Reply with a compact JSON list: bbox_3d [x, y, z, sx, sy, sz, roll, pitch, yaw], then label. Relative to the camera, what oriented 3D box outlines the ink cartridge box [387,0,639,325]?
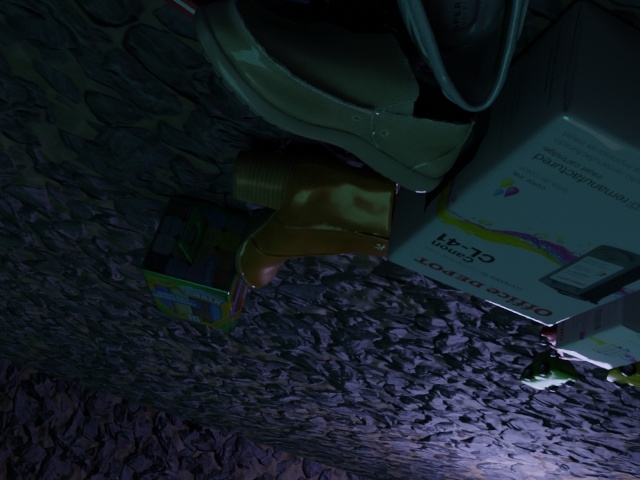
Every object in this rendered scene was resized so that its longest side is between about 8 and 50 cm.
[{"bbox_3d":[0.234,-0.045,0.672,0.226,0.131,0.306,22,151,-11],"label":"ink cartridge box"}]

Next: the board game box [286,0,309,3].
[{"bbox_3d":[-0.172,-0.299,0.468,0.347,0.078,0.233,11,149,10],"label":"board game box"}]

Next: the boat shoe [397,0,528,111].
[{"bbox_3d":[0.090,-0.214,0.432,0.118,0.103,0.320,-12,151,2],"label":"boat shoe"}]

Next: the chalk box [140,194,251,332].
[{"bbox_3d":[-0.173,0.027,1.029,0.132,0.132,0.213,16,154,3],"label":"chalk box"}]

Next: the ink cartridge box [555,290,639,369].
[{"bbox_3d":[0.378,0.102,0.904,0.090,0.092,0.143,22,154,-12],"label":"ink cartridge box"}]

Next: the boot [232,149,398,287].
[{"bbox_3d":[0.000,-0.001,0.911,0.211,0.104,0.295,13,148,7],"label":"boot"}]

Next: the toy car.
[{"bbox_3d":[0.399,0.188,1.095,0.239,0.053,0.225,24,152,-13],"label":"toy car"}]

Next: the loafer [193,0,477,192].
[{"bbox_3d":[0.023,-0.129,0.558,0.268,0.102,0.092,21,126,-38],"label":"loafer"}]

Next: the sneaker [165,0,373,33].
[{"bbox_3d":[-0.071,-0.180,0.640,0.221,0.087,0.128,25,150,-14],"label":"sneaker"}]
